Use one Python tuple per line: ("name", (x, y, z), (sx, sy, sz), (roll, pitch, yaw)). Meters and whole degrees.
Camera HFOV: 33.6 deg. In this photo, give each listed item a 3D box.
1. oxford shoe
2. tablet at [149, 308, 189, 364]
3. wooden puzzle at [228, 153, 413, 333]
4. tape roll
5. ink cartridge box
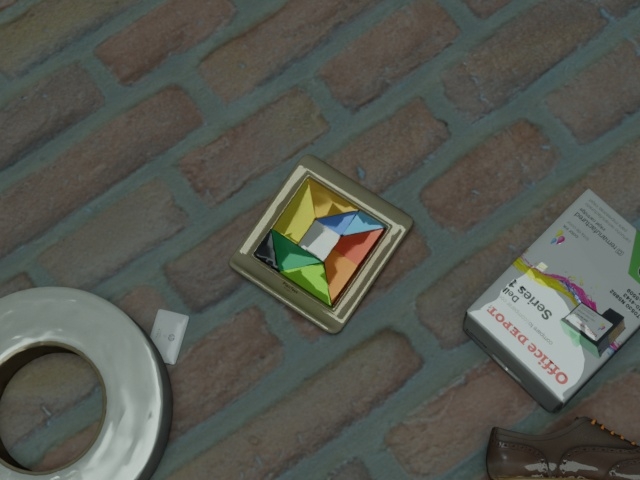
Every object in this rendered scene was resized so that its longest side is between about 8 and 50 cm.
("oxford shoe", (0.424, 0.318, 1.549), (0.363, 0.130, 0.133), (-3, 67, 4))
("tablet", (-0.249, 0.156, 1.717), (0.054, 0.006, 0.083), (13, 75, 8))
("wooden puzzle", (0.000, 0.000, 1.723), (0.221, 0.044, 0.239), (33, 78, 14))
("tape roll", (-0.426, 0.267, 1.663), (0.391, 0.072, 0.392), (-1, 74, 5))
("ink cartridge box", (0.383, 0.095, 1.622), (0.278, 0.117, 0.201), (-44, 74, -8))
